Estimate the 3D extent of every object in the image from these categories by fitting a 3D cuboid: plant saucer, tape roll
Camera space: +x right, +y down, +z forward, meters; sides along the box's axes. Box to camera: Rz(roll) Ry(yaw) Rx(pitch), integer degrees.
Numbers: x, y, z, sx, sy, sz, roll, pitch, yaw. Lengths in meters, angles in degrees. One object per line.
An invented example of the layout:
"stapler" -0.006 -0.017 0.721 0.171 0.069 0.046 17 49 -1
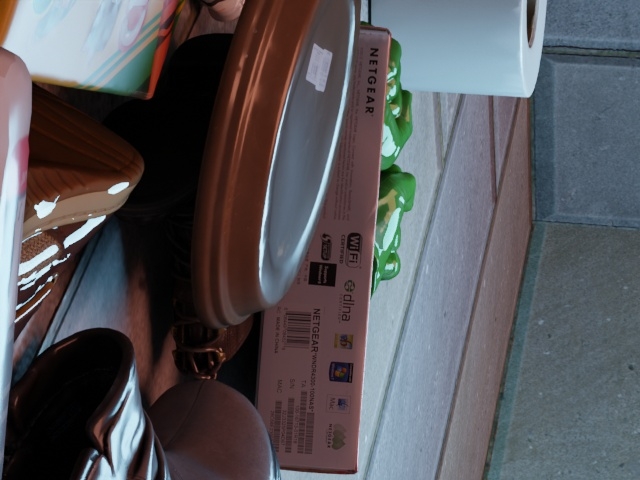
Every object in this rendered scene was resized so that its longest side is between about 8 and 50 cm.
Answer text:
"plant saucer" -0.023 -0.073 1.189 0.278 0.041 0.278 14 90 -80
"tape roll" 0.161 -0.287 2.075 0.246 0.169 0.246 4 90 -78

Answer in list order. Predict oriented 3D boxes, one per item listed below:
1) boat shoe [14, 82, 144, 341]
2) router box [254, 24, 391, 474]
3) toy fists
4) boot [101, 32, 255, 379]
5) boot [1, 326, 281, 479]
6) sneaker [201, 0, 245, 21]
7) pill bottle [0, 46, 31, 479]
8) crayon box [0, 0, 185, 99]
"boat shoe" -0.177 0.002 0.840 0.123 0.123 0.342 -58 -177 16
"router box" 0.000 0.000 1.507 0.301 0.082 0.335 -90 -175 -87
"toy fists" 0.038 -0.072 1.769 0.142 0.096 0.279 -66 155 -60
"boot" -0.081 -0.001 1.272 0.263 0.091 0.229 -59 155 -59
"boot" -0.112 0.139 1.142 0.338 0.118 0.222 -75 159 -55
"sneaker" -0.070 -0.219 1.357 0.044 0.040 0.109 32 58 -65
"pill bottle" -0.191 0.089 0.584 0.176 0.176 0.318 -24 121 -76
"crayon box" -0.125 -0.179 0.890 0.318 0.081 0.202 -13 123 -79
